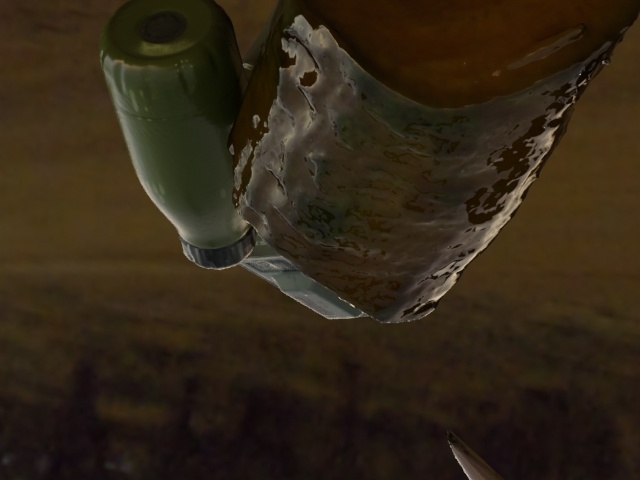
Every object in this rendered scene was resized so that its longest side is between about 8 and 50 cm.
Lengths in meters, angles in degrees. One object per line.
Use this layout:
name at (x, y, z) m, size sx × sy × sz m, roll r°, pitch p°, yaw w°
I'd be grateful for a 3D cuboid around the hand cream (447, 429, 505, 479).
hand cream at (0.181, 0.258, 1.779) m, size 0.143 × 0.039 × 0.061 m, roll 50°, pitch -171°, yaw -3°

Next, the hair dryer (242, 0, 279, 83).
hair dryer at (0.029, -0.233, 1.601) m, size 0.119 × 0.298 × 0.296 m, roll 26°, pitch -178°, yaw 25°

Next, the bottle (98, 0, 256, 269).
bottle at (-0.106, -0.082, 1.409) m, size 0.112 × 0.112 × 0.260 m, roll 9°, pitch 141°, yaw 18°

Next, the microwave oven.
microwave oven at (0.000, 0.000, 2.163) m, size 0.122 × 0.162 × 0.208 m, roll -4°, pitch 153°, yaw 41°

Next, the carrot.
carrot at (0.074, -0.123, 1.263) m, size 0.242 × 0.241 × 0.340 m, roll 14°, pitch 133°, yaw -15°
